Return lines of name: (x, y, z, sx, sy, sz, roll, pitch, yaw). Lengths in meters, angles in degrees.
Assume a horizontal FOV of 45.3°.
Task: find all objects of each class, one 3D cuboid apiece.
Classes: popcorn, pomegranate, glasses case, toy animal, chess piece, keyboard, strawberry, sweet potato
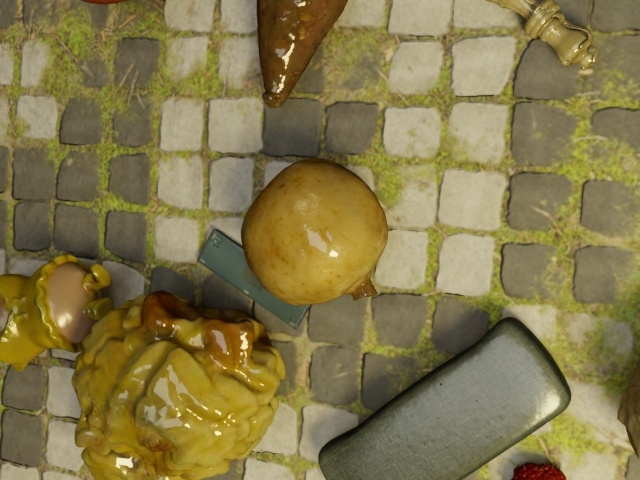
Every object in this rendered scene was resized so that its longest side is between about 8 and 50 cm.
popcorn: (-0.205, 0.207, 1.007, 0.265, 0.225, 0.332, 40, 115, 8)
pomegranate: (0.000, 0.000, 0.956, 0.196, 0.196, 0.196, 1, 92, 18)
glasses case: (0.151, 0.234, 0.960, 0.323, 0.074, 0.131, -39, 81, 15)
toy animal: (-0.394, 0.099, 1.107, 0.230, 0.156, 0.156, -15, 87, 28)
chess piece: (0.262, -0.268, 0.917, 0.172, 0.060, 0.060, 44, 104, 11)
keyboard: (-0.091, 0.052, 1.064, 0.176, 0.014, 0.055, 33, 102, 14)
strawberry: (0.264, 0.305, 0.923, 0.073, 0.083, 0.073, 0, 92, 9)
sweet potato: (-0.015, -0.332, 0.971, 0.131, 0.131, 0.336, 10, 96, 18)

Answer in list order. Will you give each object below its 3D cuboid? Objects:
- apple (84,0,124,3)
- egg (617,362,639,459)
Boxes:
apple: (-0.304, -0.440, 0.998, 0.272, 0.251, 0.206, 47, 121, -6)
egg: (0.438, 0.181, 0.806, 0.233, 0.195, 0.194, -10, 89, 3)
